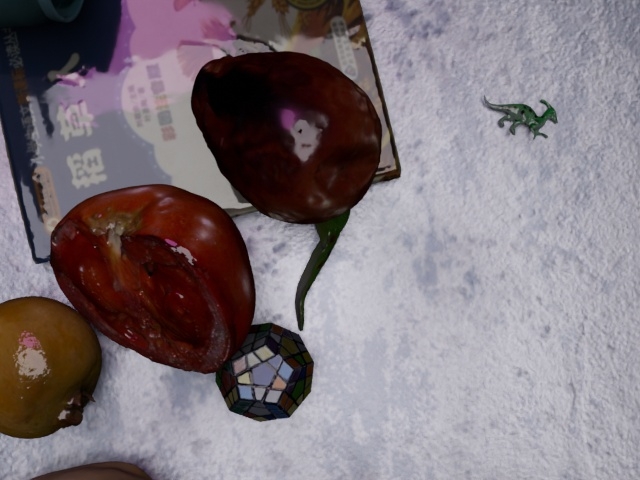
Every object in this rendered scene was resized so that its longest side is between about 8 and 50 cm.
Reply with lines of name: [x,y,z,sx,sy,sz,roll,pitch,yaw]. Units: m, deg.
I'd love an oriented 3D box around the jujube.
jujube: [-0.045,-0.113,1.022,0.236,0.168,0.168,33,85,37]

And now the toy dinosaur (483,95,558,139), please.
toy dinosaur: [0.234,-0.149,1.151,0.062,0.021,0.083,-37,91,-10]

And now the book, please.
book: [-0.148,-0.166,1.137,0.427,0.039,0.300,-14,87,-2]

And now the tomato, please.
tomato: [-0.156,0.027,1.055,0.233,0.200,0.139,15,45,28]

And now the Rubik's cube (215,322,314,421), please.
Rubik's cube: [-0.060,0.143,1.089,0.111,0.111,0.093,-31,113,-3]

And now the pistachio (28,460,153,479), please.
pistachio: [-0.246,0.308,1.057,0.223,0.126,0.152,5,62,7]

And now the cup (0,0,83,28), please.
cup: [-0.377,-0.361,1.038,0.257,0.219,0.290,4,88,9]

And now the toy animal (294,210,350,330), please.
toy animal: [-0.015,-0.007,1.106,0.075,0.041,0.217,20,102,-11]

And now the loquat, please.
loquat: [-0.305,0.135,1.065,0.163,0.137,0.163,-1,80,4]
